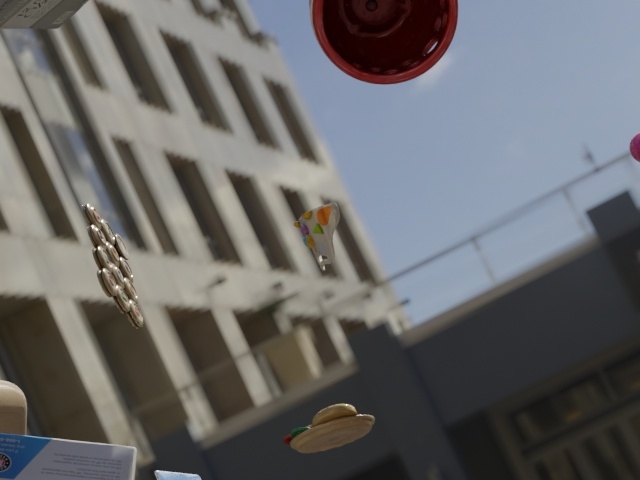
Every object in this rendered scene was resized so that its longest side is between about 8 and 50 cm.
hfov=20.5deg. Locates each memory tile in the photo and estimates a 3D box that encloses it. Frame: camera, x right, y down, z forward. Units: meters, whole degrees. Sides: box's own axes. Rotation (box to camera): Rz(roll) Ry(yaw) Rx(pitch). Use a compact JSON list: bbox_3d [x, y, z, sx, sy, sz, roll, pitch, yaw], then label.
[{"bbox_3d":[-0.254,0.030,2.174,0.012,0.148,0.113,-25,-40,7],"label":"memory tile"}]

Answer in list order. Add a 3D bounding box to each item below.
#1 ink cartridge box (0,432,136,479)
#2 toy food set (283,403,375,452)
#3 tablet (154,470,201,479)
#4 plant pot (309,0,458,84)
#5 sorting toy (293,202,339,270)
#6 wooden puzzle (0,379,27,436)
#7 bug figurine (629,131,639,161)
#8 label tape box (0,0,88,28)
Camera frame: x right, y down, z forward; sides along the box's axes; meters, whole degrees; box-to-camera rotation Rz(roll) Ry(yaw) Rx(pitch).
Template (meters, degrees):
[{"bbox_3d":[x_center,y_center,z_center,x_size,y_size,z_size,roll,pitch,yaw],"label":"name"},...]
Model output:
[{"bbox_3d":[-0.314,0.378,1.922,0.198,0.270,0.197,7,-40,-7],"label":"ink cartridge box"},{"bbox_3d":[0.008,0.171,1.601,0.082,0.020,0.083,-29,-22,28],"label":"toy food set"},{"bbox_3d":[-0.171,0.314,2.226,0.006,0.054,0.083,-43,-33,22],"label":"tablet"},{"bbox_3d":[0.078,-0.309,2.339,0.191,0.191,0.174,-26,12,3],"label":"plant pot"},{"bbox_3d":[0.000,0.000,2.351,0.045,0.075,0.083,-12,-13,-20],"label":"sorting toy"},{"bbox_3d":[-0.516,0.352,2.330,0.080,0.348,0.322,-8,-11,30],"label":"wooden puzzle"},{"bbox_3d":[0.407,-0.056,1.868,0.072,0.279,0.216,-30,-12,32],"label":"bug figurine"},{"bbox_3d":[-0.364,-0.341,1.780,0.115,0.249,0.347,-38,-3,13],"label":"label tape box"}]
